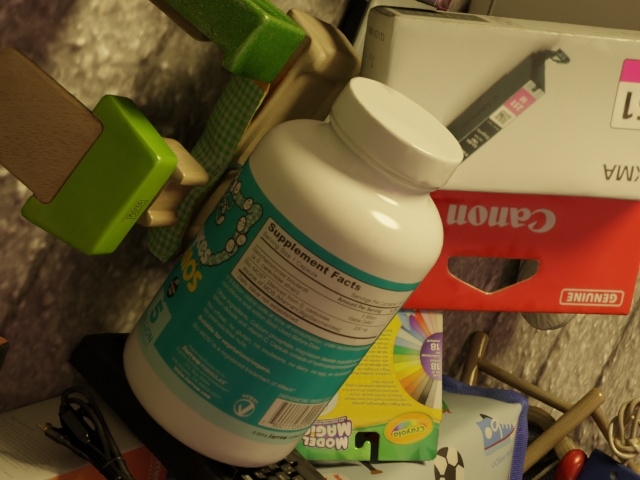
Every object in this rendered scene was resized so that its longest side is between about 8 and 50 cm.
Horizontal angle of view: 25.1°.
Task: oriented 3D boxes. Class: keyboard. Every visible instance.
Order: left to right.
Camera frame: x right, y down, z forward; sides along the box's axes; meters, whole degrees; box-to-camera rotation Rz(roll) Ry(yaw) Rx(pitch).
[{"bbox_3d":[-0.069,0.166,1.006,0.201,0.317,0.033,-3,126,-52],"label":"keyboard"}]

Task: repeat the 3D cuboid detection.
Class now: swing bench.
[{"bbox_3d":[0.205,0.281,1.564,0.254,0.165,0.253,-56,145,-11],"label":"swing bench"}]

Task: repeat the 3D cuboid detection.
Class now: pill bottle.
[{"bbox_3d":[-0.014,0.019,0.992,0.146,0.146,0.264,5,126,-54],"label":"pill bottle"}]

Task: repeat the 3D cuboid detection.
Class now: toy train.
[{"bbox_3d":[0.301,0.252,1.448,0.248,0.105,0.143,-59,154,2],"label":"toy train"}]

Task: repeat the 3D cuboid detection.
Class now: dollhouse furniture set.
[{"bbox_3d":[-0.105,-0.106,1.007,0.197,0.151,0.301,-52,168,10],"label":"dollhouse furniture set"}]

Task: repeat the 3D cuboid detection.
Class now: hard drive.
[{"bbox_3d":[0.046,-0.154,1.210,0.094,0.022,0.135,14,100,-55],"label":"hard drive"}]

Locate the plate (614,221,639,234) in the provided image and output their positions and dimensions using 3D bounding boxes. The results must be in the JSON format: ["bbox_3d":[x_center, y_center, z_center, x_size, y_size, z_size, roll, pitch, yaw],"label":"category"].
[{"bbox_3d":[0.336,-0.064,1.338,0.277,0.278,0.045,-8,113,-13],"label":"plate"}]

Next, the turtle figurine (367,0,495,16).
[{"bbox_3d":[0.068,-0.275,1.089,0.175,0.118,0.234,-7,121,-7],"label":"turtle figurine"}]

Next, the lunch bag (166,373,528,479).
[{"bbox_3d":[0.002,0.329,1.271,0.328,0.239,0.385,-21,119,-47],"label":"lunch bag"}]

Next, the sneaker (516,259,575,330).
[{"bbox_3d":[0.267,-0.019,1.547,0.086,0.085,0.237,-13,121,-80],"label":"sneaker"}]

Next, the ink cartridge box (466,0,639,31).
[{"bbox_3d":[0.310,-0.286,1.253,0.160,0.279,0.384,-5,115,-53],"label":"ink cartridge box"}]

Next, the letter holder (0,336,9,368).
[{"bbox_3d":[-0.344,0.163,0.810,0.152,0.214,0.302,-33,145,-85],"label":"letter holder"}]

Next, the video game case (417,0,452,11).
[{"bbox_3d":[0.039,-0.296,0.982,0.210,0.042,0.232,15,111,-23],"label":"video game case"}]

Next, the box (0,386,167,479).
[{"bbox_3d":[-0.205,0.197,1.038,0.170,0.091,0.130,-14,121,-48],"label":"box"}]

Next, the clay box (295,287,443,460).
[{"bbox_3d":[0.032,0.065,1.159,0.127,0.053,0.222,4,84,-17],"label":"clay box"}]

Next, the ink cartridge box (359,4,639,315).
[{"bbox_3d":[0.155,-0.048,1.104,0.275,0.060,0.239,2,107,-18],"label":"ink cartridge box"}]
